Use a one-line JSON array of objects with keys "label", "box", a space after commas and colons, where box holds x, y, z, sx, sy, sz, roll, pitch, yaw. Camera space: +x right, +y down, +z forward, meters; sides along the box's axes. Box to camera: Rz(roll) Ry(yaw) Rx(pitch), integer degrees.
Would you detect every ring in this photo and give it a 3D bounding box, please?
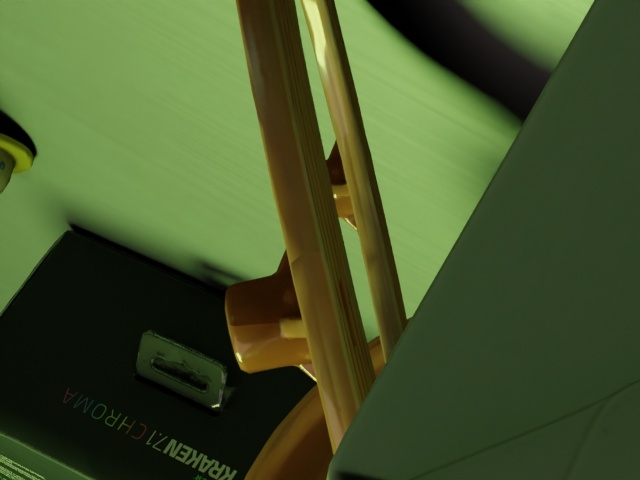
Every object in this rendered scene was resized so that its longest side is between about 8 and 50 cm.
[{"label": "ring", "box": [0.000, 0.000, 0.591, 0.032, 0.336, 0.336, -11, 145, 5]}]

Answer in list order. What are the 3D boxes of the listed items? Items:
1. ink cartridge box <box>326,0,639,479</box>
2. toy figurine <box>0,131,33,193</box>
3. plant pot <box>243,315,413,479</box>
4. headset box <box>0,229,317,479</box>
[{"label": "ink cartridge box", "box": [0.154, 0.069, 0.525, 0.151, 0.270, 0.395, 21, 153, 22]}, {"label": "toy figurine", "box": [-0.284, -0.044, 1.056, 0.209, 0.148, 0.213, 36, 155, -19]}, {"label": "plant pot", "box": [0.114, 0.177, 0.818, 0.291, 0.291, 0.203, 27, 172, 16]}, {"label": "headset box", "box": [-0.055, 0.147, 1.119, 0.246, 0.131, 0.283, 23, 154, 26]}]
